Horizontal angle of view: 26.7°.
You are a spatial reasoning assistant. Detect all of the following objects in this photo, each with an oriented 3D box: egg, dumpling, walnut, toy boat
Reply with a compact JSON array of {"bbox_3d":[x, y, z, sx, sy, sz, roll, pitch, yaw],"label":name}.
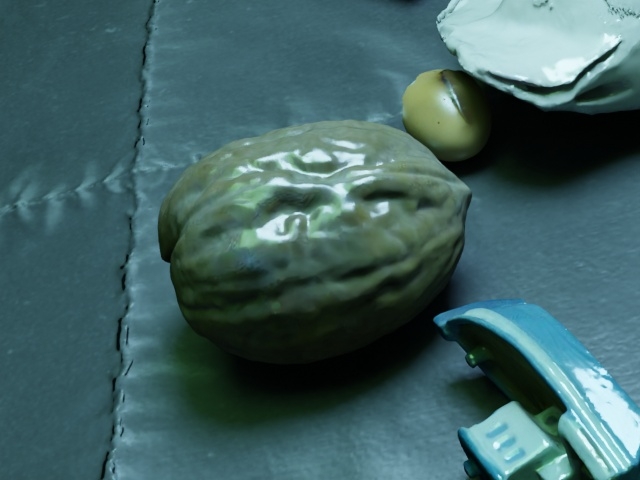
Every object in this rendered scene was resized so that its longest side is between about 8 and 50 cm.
[{"bbox_3d":[0.106,-0.100,1.110,0.071,0.071,0.083,-21,52,-1],"label":"egg"},{"bbox_3d":[0.268,-0.223,1.105,0.341,0.181,0.260,-45,32,5],"label":"dumpling"},{"bbox_3d":[0.000,-0.001,0.976,0.230,0.178,0.178,-16,40,-1],"label":"walnut"},{"bbox_3d":[0.131,0.110,0.850,0.102,0.088,0.215,-30,42,-6],"label":"toy boat"}]
